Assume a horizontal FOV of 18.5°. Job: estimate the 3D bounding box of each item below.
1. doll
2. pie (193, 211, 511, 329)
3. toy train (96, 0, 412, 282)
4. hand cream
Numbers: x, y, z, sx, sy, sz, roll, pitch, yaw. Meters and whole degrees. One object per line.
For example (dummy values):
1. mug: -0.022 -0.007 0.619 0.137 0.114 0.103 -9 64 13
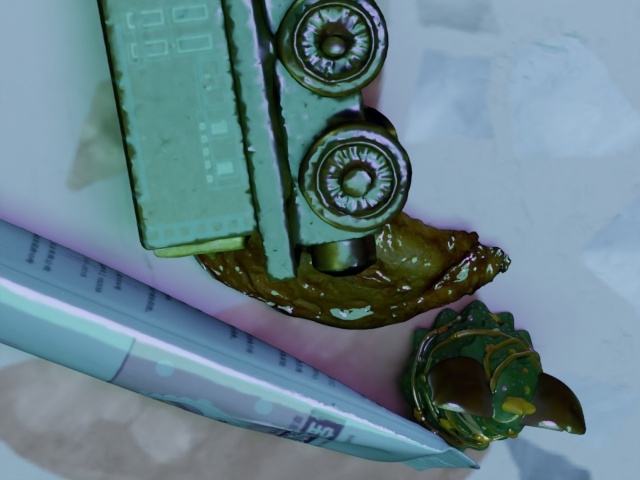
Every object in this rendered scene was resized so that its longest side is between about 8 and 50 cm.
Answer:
1. doll: 0.087 0.063 0.974 0.078 0.113 0.076 12 76 -10
2. pie: -0.003 0.001 0.975 0.191 0.033 0.088 29 112 -17
3. toy train: -0.037 -0.087 0.888 0.137 0.090 0.225 -9 102 0
4. hand cream: -0.079 0.049 0.971 0.331 0.085 0.058 21 73 -14
